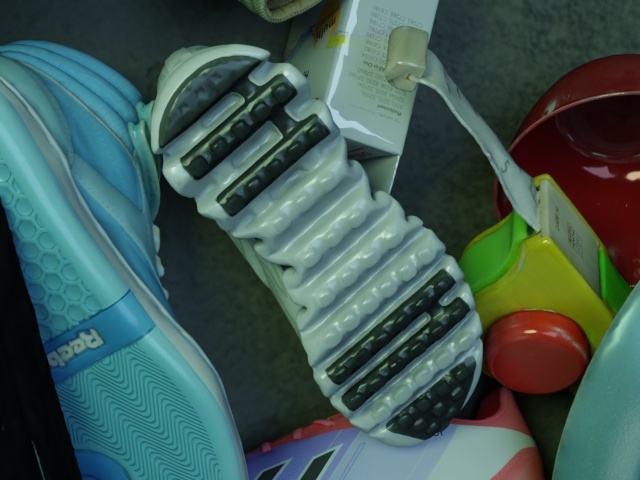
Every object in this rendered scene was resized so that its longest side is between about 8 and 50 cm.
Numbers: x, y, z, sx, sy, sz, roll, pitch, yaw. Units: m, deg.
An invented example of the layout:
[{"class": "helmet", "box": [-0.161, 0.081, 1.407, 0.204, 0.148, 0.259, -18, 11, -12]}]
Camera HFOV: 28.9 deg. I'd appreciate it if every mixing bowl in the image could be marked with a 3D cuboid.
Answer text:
[{"class": "mixing bowl", "box": [0.212, -0.062, 0.864, 0.181, 0.181, 0.098, 28, 43, -19]}]

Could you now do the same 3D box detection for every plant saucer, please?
[{"class": "plant saucer", "box": [0.278, 0.104, 0.847, 0.317, 0.043, 0.318, -24, 128, -34]}]

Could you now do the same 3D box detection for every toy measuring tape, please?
[{"class": "toy measuring tape", "box": [0.107, 0.006, 0.805, 0.330, 0.121, 0.121, 46, 73, -31]}]

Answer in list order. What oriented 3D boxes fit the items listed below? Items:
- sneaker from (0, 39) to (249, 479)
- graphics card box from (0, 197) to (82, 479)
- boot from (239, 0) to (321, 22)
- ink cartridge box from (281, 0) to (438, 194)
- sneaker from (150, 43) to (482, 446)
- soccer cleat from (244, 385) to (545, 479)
[{"class": "sneaker", "box": [-0.117, 0.023, 0.707, 0.127, 0.208, 0.319, -21, 107, 15]}, {"class": "graphics card box", "box": [-0.299, 0.132, 0.585, 0.371, 0.094, 0.233, -15, 94, 13]}, {"class": "boot", "box": [-0.015, -0.235, 0.761, 0.213, 0.165, 0.077, -50, 144, -11]}, {"class": "ink cartridge box", "box": [0.017, -0.108, 0.804, 0.061, 0.104, 0.181, 16, 82, -21]}, {"class": "sneaker", "box": [0.000, 0.000, 0.740, 0.110, 0.118, 0.292, -36, 115, -5]}, {"class": "soccer cleat", "box": [0.001, 0.162, 0.803, 0.318, 0.108, 0.116, -2, 71, -21]}]
